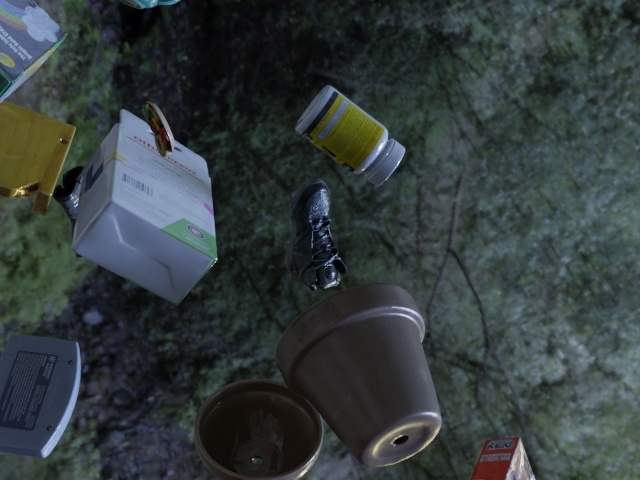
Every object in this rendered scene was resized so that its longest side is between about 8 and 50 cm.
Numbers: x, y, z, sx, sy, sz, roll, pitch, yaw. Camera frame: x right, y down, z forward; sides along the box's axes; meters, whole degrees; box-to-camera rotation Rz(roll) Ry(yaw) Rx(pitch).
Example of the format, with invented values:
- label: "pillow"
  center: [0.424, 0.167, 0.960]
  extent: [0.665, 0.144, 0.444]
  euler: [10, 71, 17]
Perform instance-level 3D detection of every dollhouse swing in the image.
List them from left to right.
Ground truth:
- label: "dollhouse swing"
  center: [-0.728, -0.139, 1.892]
  extent: [0.346, 0.315, 0.305]
  euler: [19, 132, -16]

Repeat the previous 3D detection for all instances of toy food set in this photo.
- label: "toy food set"
  center: [-0.238, -0.165, 1.332]
  extent: [0.020, 0.083, 0.083]
  euler: [-27, 179, -15]

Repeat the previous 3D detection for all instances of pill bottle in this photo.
- label: "pill bottle"
  center: [0.063, -0.211, 1.865]
  extent: [0.208, 0.119, 0.119]
  euler: [36, 128, -10]

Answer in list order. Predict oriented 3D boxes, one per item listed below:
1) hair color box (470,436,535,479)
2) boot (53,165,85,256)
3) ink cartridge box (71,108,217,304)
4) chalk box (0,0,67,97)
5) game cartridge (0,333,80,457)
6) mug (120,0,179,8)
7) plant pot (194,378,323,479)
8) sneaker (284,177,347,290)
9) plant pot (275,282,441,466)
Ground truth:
- label: "hair color box"
  center: [0.233, 0.344, 1.191]
  extent: [0.053, 0.093, 0.167]
  euler: [-13, -161, 29]
- label: "boot"
  center: [-0.476, -0.087, 1.906]
  extent: [0.083, 0.246, 0.161]
  euler: [-8, 117, 7]
- label: "ink cartridge box"
  center: [-0.300, -0.069, 1.581]
  extent: [0.207, 0.353, 0.119]
  euler: [32, 112, -25]
- label: "chalk box"
  center: [-0.512, -0.276, 1.376]
  extent: [0.132, 0.213, 0.132]
  euler: [46, 131, -16]
- label: "game cartridge"
  center: [-0.667, 0.358, 2.116]
  extent: [0.196, 0.294, 0.060]
  euler: [6, 141, 3]
- label: "mug"
  center: [-0.365, -0.527, 1.852]
  extent: [0.129, 0.157, 0.097]
  euler: [27, 86, -63]
- label: "plant pot"
  center: [-0.116, 0.379, 1.695]
  extent: [0.237, 0.237, 0.110]
  euler: [-11, 132, -23]
- label: "sneaker"
  center: [0.000, 0.000, 1.662]
  extent: [0.087, 0.130, 0.227]
  euler: [-17, 134, -31]
- label: "plant pot"
  center: [0.085, 0.235, 1.505]
  extent: [0.263, 0.229, 0.263]
  euler: [-17, 141, -14]
